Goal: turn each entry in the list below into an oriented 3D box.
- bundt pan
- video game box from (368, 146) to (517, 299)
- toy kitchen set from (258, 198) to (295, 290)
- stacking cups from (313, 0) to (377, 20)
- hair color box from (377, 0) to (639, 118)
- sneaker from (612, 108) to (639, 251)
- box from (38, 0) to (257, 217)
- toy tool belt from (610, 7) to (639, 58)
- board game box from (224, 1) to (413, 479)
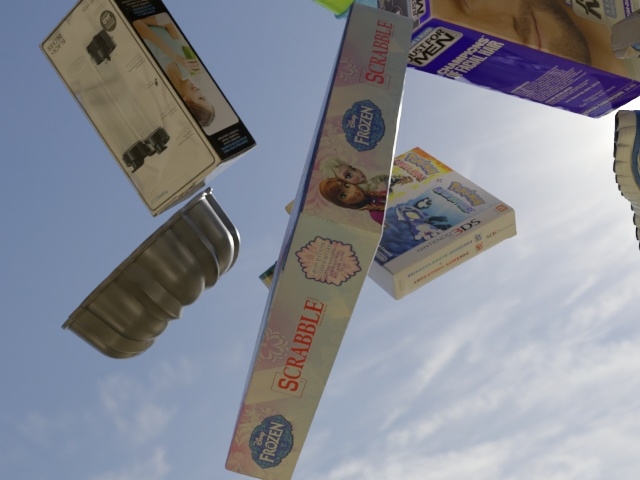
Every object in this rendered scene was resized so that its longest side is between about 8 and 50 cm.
[{"bbox_3d":[-0.256,0.069,1.619,0.331,0.124,0.331,-44,3,2],"label":"bundt pan"},{"bbox_3d":[0.111,-0.028,1.262,0.187,0.205,0.048,-26,-50,-22],"label":"video game box"},{"bbox_3d":[-0.006,-0.014,1.539,0.207,0.122,0.166,-37,4,42],"label":"toy kitchen set"},{"bbox_3d":[0.070,-0.323,1.349,0.316,0.096,0.096,27,-52,-19],"label":"stacking cups"},{"bbox_3d":[0.230,-0.276,1.176,0.338,0.185,0.110,8,-22,-28],"label":"hair color box"},{"bbox_3d":[0.485,-0.055,1.299,0.147,0.130,0.330,-4,-30,29],"label":"sneaker"},{"bbox_3d":[-0.237,-0.198,1.362,0.169,0.290,0.087,-34,0,39],"label":"box"},{"bbox_3d":[0.321,-0.197,0.950,0.051,0.052,0.083,1,-2,-27],"label":"toy tool belt"},{"bbox_3d":[0.000,0.000,0.907,0.065,0.319,0.318,15,-49,-2],"label":"board game box"}]
